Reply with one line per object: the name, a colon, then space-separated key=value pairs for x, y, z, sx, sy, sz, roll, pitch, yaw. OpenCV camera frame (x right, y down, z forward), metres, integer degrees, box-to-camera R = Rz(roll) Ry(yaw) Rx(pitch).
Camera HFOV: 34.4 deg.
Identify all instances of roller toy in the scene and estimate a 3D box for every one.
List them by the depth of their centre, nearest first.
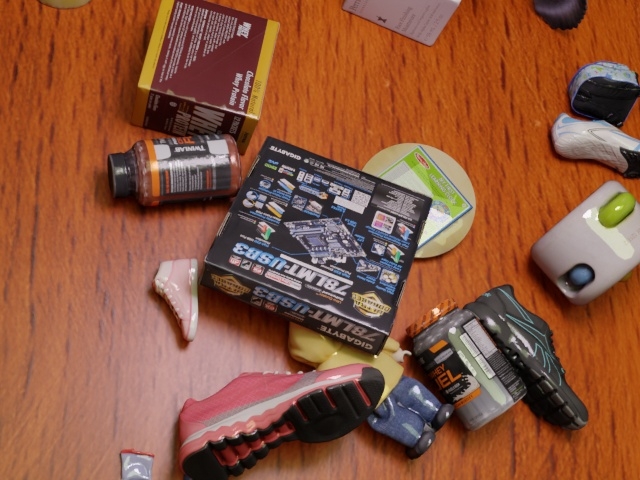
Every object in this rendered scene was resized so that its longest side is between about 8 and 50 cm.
roller toy: x=0.462 y=0.010 z=1.720 sx=0.191 sy=0.209 sz=0.146 roll=-42 pitch=82 yaw=13

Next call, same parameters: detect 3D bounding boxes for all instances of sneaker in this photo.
sneaker: x=-0.066 y=0.226 z=1.487 sx=0.314 sy=0.116 sz=0.136 roll=-20 pitch=44 yaw=-2
sneaker: x=-0.221 y=0.090 z=1.571 sx=0.070 sy=0.051 sz=0.134 roll=2 pitch=65 yaw=-13
sneaker: x=0.347 y=0.184 z=1.665 sx=0.106 sy=0.101 sz=0.267 roll=-36 pitch=82 yaw=-27
sneaker: x=0.530 y=-0.175 z=1.874 sx=0.237 sy=0.085 sz=0.086 roll=15 pitch=58 yaw=-13

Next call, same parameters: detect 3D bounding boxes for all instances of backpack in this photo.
backpack: x=0.516 y=-0.276 z=1.901 sx=0.114 sy=0.105 sz=0.084 roll=11 pitch=44 yaw=-11

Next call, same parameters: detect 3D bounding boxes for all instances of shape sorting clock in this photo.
shape sorting clock: x=0.160 y=-0.068 z=1.746 sx=0.206 sy=0.040 sz=0.206 roll=1 pitch=73 yaw=-4

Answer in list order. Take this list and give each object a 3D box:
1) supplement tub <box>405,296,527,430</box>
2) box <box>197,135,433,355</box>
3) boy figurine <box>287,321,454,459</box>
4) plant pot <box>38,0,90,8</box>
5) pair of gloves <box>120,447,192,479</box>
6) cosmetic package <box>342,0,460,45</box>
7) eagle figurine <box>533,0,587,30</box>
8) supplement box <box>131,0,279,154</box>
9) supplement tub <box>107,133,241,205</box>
supplement tub: x=0.224 y=0.191 z=1.618 sx=0.117 sy=0.117 sz=0.190 roll=-31 pitch=79 yaw=-24
box: x=0.000 y=0.000 z=1.601 sx=0.296 sy=0.073 sz=0.293 roll=21 pitch=51 yaw=1
boy figurine: x=0.058 y=0.215 z=1.576 sx=0.285 sy=0.092 sz=0.177 roll=36 pitch=64 yaw=1
plant pot: x=-0.426 y=-0.467 z=1.712 sx=0.134 sy=0.095 sz=0.134 roll=6 pitch=67 yaw=-13
pair of gloves: x=-0.211 y=0.380 z=1.471 sx=0.198 sy=0.023 sz=0.159 roll=8 pitch=67 yaw=-12
cosmetic package: x=0.159 y=-0.475 z=1.850 sx=0.184 sy=0.151 sz=0.151 roll=21 pitch=65 yaw=-6
eagle figurine: x=0.388 y=-0.537 z=1.867 sx=0.298 sy=0.225 sz=0.226 roll=14 pitch=105 yaw=-48
supplement box: x=-0.187 y=-0.271 z=1.682 sx=0.194 sy=0.129 sz=0.191 roll=14 pitch=65 yaw=-9
supplement tub: x=-0.229 y=-0.109 z=1.617 sx=0.198 sy=0.106 sz=0.106 roll=-7 pitch=71 yaw=-19
